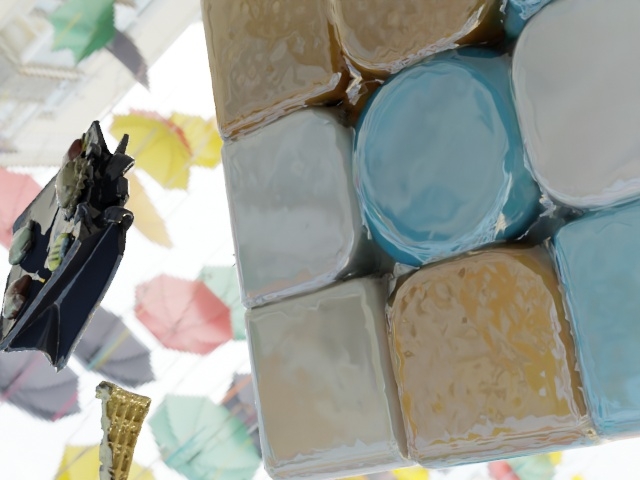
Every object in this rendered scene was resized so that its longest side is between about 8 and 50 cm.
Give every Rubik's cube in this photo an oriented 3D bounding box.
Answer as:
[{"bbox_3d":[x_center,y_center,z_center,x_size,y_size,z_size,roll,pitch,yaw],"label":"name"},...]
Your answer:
[{"bbox_3d":[0.169,-0.039,0.718,0.347,0.347,0.344,6,-108,-49],"label":"Rubik's cube"}]

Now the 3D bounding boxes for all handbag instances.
[{"bbox_3d":[-0.407,0.000,1.734,0.122,0.329,0.303,21,-143,-25],"label":"handbag"}]

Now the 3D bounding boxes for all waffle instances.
[{"bbox_3d":[-0.226,0.230,1.145,0.023,0.152,0.097,10,168,23],"label":"waffle"}]

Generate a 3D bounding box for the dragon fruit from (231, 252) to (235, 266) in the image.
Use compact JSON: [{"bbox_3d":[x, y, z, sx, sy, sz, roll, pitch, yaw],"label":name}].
[{"bbox_3d":[0.000,0.000,1.188,0.138,0.175,0.142,45,180,18],"label":"dragon fruit"}]
